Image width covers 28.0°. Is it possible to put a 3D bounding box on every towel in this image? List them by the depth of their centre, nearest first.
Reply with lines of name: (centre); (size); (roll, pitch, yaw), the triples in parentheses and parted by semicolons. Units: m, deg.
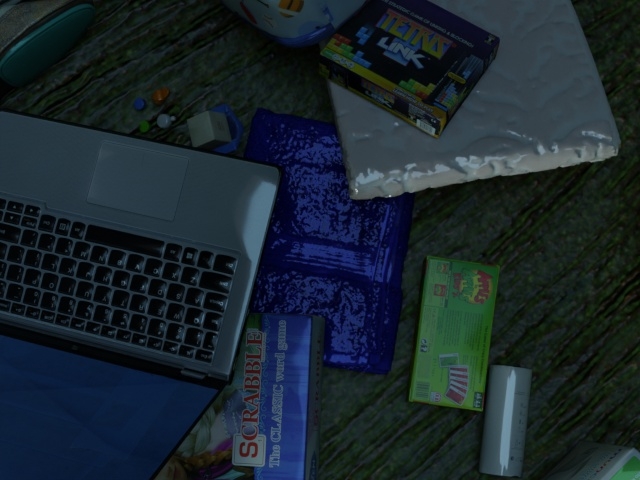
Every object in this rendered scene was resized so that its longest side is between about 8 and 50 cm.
towel: (0.000, 0.000, 1.585); (0.228, 0.076, 0.308); (10, 82, -2)
towel: (0.168, -0.211, 1.588); (0.332, 0.053, 0.317); (-10, 64, -5)

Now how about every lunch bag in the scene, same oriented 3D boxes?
lunch bag: (0.005, -0.387, 1.576); (0.303, 0.115, 0.243); (-42, 43, -9)

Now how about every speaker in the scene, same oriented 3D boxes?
speaker: (0.228, 0.221, 1.577); (0.055, 0.055, 0.136); (7, 83, -2)

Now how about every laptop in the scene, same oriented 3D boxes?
laptop: (-0.294, 0.055, 1.414); (0.382, 0.236, 0.407); (13, 85, 16)

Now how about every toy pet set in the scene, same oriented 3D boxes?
toy pet set: (-0.161, -0.135, 1.615); (0.114, 0.065, 0.122); (-19, 79, 30)

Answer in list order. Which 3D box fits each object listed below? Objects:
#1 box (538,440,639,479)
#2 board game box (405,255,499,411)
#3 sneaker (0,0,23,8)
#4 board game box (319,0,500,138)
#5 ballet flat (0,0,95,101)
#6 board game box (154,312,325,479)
box: (0.279, 0.366, 1.473); (0.262, 0.231, 0.127); (-42, 87, -6)
board game box: (0.164, 0.116, 1.594); (0.092, 0.043, 0.181); (8, 83, -2)
sneaker: (-0.561, -0.355, 1.512); (0.448, 0.257, 0.169); (-2, 83, -3)
board game box: (0.106, -0.221, 1.537); (0.170, 0.048, 0.141); (30, 68, 13)
ballet flat: (-0.420, -0.217, 1.582); (0.106, 0.107, 0.316); (43, 81, 11)
board game box: (-0.160, 0.241, 1.508); (0.318, 0.066, 0.318); (0, 82, 15)
